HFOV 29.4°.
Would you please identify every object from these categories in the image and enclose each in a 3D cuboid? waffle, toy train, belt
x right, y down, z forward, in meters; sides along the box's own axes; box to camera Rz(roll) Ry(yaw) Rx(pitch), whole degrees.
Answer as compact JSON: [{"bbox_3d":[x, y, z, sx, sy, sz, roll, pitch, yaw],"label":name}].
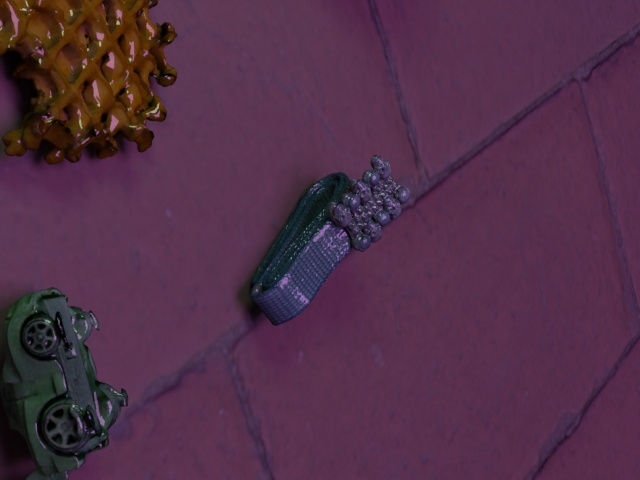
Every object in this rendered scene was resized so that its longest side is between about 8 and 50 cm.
[{"bbox_3d":[-0.201,-0.174,0.955,0.232,0.051,0.228,-3,85,-53],"label":"waffle"},{"bbox_3d":[-0.198,0.113,0.897,0.099,0.081,0.149,-32,102,-83],"label":"toy train"},{"bbox_3d":[0.002,0.004,1.151,0.065,0.100,0.179,53,50,-28],"label":"belt"}]
